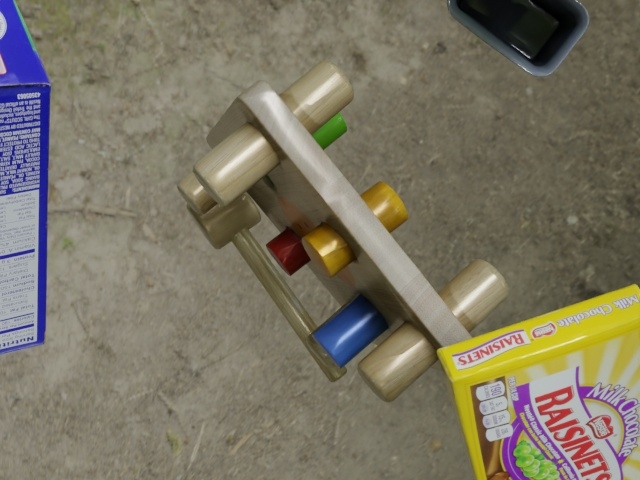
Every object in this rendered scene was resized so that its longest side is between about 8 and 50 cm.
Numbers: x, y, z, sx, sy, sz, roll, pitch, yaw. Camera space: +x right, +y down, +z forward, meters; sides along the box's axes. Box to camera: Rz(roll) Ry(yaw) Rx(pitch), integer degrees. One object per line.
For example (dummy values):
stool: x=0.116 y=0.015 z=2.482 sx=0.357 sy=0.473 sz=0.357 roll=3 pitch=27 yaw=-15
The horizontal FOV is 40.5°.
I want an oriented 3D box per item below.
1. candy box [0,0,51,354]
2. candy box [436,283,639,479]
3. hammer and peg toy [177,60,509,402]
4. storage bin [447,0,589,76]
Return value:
candy box: x=-0.342 y=-0.084 z=0.822 sx=0.122 sy=0.317 sz=0.268 roll=-8 pitch=46 yaw=-28
candy box: x=0.134 y=0.116 z=0.485 sx=0.105 sy=0.206 sz=0.027 roll=-21 pitch=41 yaw=0
hammer and peg toy: x=0.000 y=0.000 z=0.750 sx=0.127 sy=0.361 sz=0.266 roll=-41 pitch=97 yaw=-10
storage bin: x=0.208 y=-0.247 z=0.919 sx=0.135 sy=0.098 sz=0.091 roll=36 pitch=14 yaw=-2
